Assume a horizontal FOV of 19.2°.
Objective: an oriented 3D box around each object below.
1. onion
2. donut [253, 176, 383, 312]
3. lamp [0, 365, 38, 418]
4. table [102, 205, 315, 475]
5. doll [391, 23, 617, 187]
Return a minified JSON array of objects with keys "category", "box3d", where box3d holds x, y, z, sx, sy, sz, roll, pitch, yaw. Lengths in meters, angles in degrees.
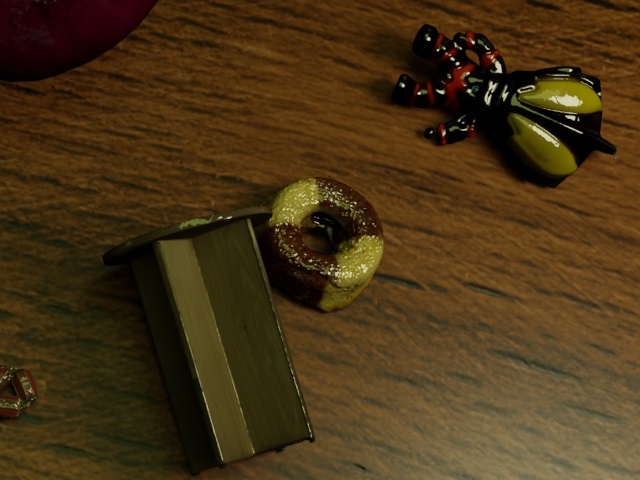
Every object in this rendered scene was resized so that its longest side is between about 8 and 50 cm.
[{"category":"onion","box3d":[-0.300,-0.279,1.800,0.337,0.282,0.260,-21,111,-11]},{"category":"donut","box3d":[0.000,0.000,1.896,0.140,0.059,0.140,7,66,-17]},{"category":"lamp","box3d":[-0.304,0.147,1.765,0.083,0.031,0.063,-14,76,-25]},{"category":"table","box3d":[-0.095,0.099,1.788,0.167,0.167,0.226,-15,84,-21]},{"category":"doll","box3d":[0.202,-0.138,1.991,0.249,0.127,0.088,26,31,-8]}]
